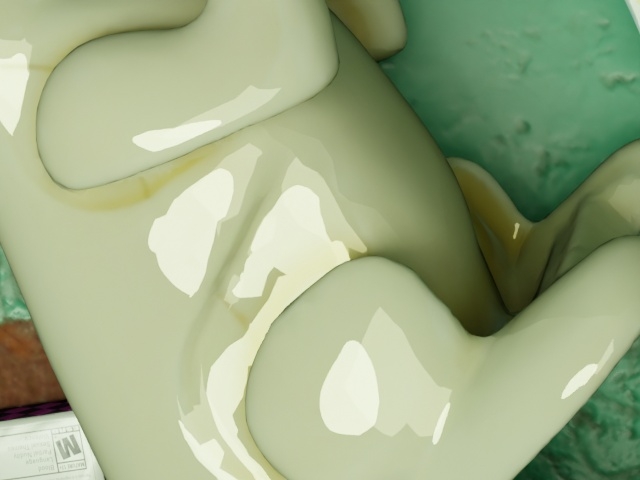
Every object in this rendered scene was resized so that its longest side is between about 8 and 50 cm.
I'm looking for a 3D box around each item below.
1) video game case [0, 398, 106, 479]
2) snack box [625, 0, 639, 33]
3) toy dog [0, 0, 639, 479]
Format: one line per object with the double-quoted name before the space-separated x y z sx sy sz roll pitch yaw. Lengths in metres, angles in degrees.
"video game case" -0.217 0.208 0.999 0.232 0.042 0.210 -9 97 7
"snack box" 0.221 -0.197 0.862 0.187 0.060 0.322 -24 97 14
"toy dog" -0.077 -0.032 0.847 0.408 0.284 0.395 39 119 1
